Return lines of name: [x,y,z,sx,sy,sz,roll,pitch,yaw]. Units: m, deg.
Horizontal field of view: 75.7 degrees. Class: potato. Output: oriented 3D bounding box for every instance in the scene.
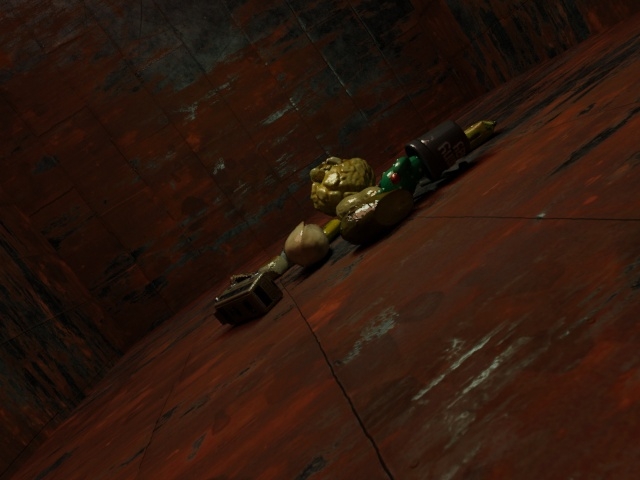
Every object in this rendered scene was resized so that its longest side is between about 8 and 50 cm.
potato: [0.201,-0.093,1.497,0.298,0.141,0.176,-36,17,1]

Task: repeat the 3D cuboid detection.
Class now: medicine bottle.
medicine bottle: [0.000,0.000,2.006,0.309,0.076,0.111,-44,-2,-41]

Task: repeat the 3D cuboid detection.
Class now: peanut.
peanut: [0.190,-0.167,1.995,0.319,0.147,0.147,-21,16,48]

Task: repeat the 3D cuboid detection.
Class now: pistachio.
pistachio: [-0.056,0.011,1.781,0.188,0.187,0.299,-33,12,16]

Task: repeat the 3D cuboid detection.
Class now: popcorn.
popcorn: [0.127,-0.285,2.312,0.391,0.353,0.344,-5,-41,-17]

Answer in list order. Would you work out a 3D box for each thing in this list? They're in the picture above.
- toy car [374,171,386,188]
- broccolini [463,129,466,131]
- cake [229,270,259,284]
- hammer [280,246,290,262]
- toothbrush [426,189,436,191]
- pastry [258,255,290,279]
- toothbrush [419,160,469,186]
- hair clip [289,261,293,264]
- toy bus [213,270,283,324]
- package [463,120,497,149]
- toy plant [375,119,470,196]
toy car: [0.360,-0.283,2.193,0.161,0.098,0.126,-62,-26,11]
broccolini: [0.836,-0.621,2.295,0.218,0.042,0.044,-37,9,-25]
cake: [-0.358,0.236,2.231,0.246,0.134,0.112,-7,7,-29]
hammer: [-0.173,0.060,2.162,0.116,0.070,0.194,-60,-6,-8]
toothbrush: [0.433,-0.196,1.609,0.008,0.006,0.097,-23,8,-1]
pastry: [-0.239,0.144,2.112,0.166,0.088,0.166,-34,10,7]
toothbrush: [0.498,-0.268,1.688,0.030,0.030,0.297,-11,-3,-23]
hair clip: [-0.109,0.069,2.152,0.116,0.049,0.172,-23,11,37]
toy bus: [-0.297,0.239,1.641,0.290,0.139,0.157,-24,19,40]
package: [0.682,-0.465,1.842,0.226,0.090,0.168,-35,6,16]
toy plant: [0.372,-0.288,1.587,0.400,0.185,0.279,-37,-1,5]
